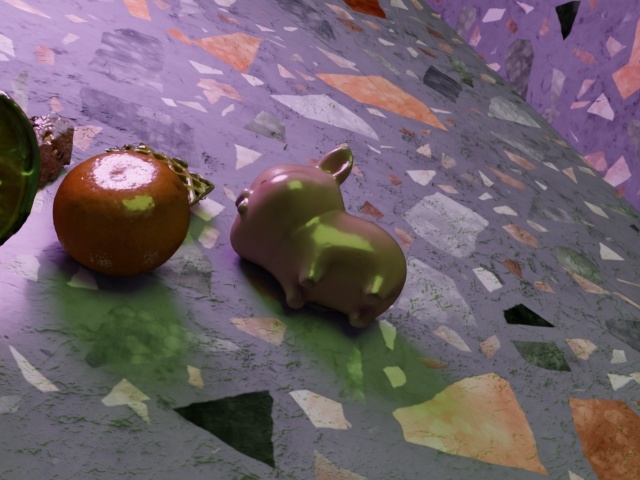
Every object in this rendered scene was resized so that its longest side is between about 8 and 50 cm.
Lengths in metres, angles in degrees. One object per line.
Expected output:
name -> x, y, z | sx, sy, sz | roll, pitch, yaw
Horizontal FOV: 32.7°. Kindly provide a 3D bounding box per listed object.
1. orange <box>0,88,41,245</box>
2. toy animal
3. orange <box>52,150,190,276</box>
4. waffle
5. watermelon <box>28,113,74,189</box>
orange -> -0.567, -0.121, 1.547 | 0.334, 0.263, 0.196 | 11, 15, -13
toy animal -> 0.000, 0.000, 1.901 | 0.326, 0.237, 0.269 | 25, 38, -14
orange -> -0.315, -0.038, 1.722 | 0.224, 0.170, 0.224 | 2, 35, -2
waffle -> -0.305, -0.109, 1.959 | 0.207, 0.054, 0.214 | 33, 31, 16
watermelon -> -0.501, -0.153, 1.848 | 0.154, 0.094, 0.241 | 42, 28, 9
